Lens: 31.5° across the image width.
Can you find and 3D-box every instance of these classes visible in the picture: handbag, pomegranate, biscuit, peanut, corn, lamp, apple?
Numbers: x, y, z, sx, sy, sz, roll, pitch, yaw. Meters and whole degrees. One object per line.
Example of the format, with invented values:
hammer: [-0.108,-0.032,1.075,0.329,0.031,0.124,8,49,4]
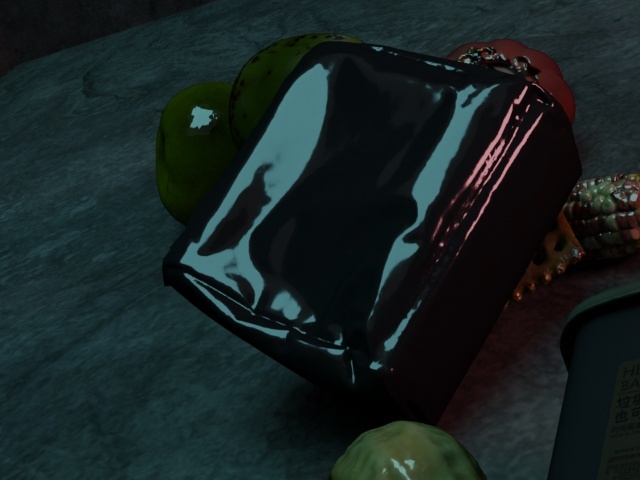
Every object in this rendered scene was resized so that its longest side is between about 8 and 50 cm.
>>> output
handbag: [0.044,-0.008,0.989,0.275,0.178,0.301,19,70,38]
pomegranate: [0.013,-0.155,1.326,0.214,0.214,0.248,-6,28,37]
biscuit: [0.135,0.024,1.029,0.203,0.016,0.144,-33,35,18]
peanut: [0.072,0.186,0.712,0.110,0.120,0.236,10,8,-19]
corn: [0.213,-0.018,1.066,0.237,0.079,0.079,-3,31,41]
lamp: [0.190,-0.135,1.258,0.182,0.140,0.182,-4,60,8]
apple: [-0.129,-0.106,1.451,0.157,0.196,0.196,-10,19,-18]

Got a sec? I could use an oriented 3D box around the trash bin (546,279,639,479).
trash bin: [0.231,0.129,0.616,0.210,0.182,0.290,-10,32,32]
